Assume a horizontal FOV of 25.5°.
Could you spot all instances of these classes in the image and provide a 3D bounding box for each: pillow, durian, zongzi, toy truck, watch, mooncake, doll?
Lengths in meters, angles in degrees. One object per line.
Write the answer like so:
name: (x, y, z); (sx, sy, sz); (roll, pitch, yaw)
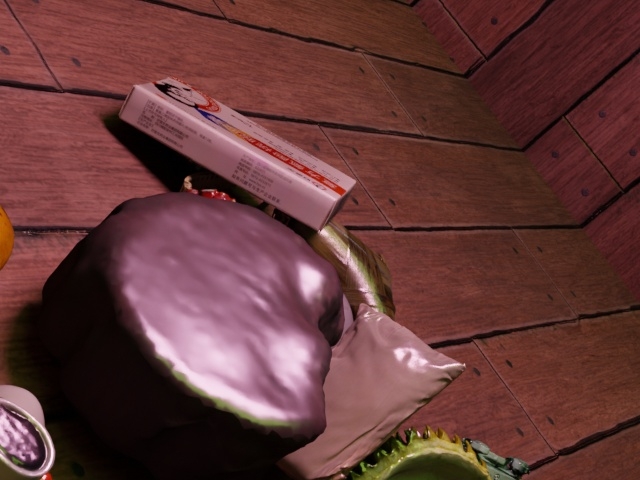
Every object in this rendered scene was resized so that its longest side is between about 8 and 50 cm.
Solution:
pillow: (0.035, 0.199, 1.825); (0.173, 0.270, 0.067); (41, -18, 28)
durian: (0.157, 0.378, 1.910); (0.394, 0.163, 0.198); (41, 25, -30)
zongzi: (0.028, 0.074, 2.222); (0.221, 0.112, 0.242); (37, 25, -29)
toy truck: (0.257, 0.361, 2.237); (0.154, 0.080, 0.078); (28, 3, -41)
watch: (-0.126, -0.049, 2.149); (0.165, 0.102, 0.268); (33, 21, 15)
mooncake: (-0.149, 0.114, 1.674); (0.350, 0.212, 0.381); (43, 31, -2)
toy truck: (-0.213, -0.137, 2.243); (0.083, 0.024, 0.032); (40, -6, -12)
doll: (-0.276, 0.236, 1.356); (0.271, 0.144, 0.208); (48, 12, 13)

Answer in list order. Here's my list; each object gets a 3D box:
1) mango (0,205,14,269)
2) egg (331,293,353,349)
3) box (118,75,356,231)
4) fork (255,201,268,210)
mango: (-0.410, 0.005, 1.562); (0.115, 0.090, 0.178); (39, 25, 3)
egg: (-0.027, 0.117, 2.002); (0.146, 0.146, 0.199); (42, 16, -14)
box: (-0.123, -0.140, 2.195); (0.353, 0.069, 0.214); (28, 13, 4)
fork: (-0.104, -0.043, 2.265); (0.039, 0.021, 0.235); (51, 31, -2)
